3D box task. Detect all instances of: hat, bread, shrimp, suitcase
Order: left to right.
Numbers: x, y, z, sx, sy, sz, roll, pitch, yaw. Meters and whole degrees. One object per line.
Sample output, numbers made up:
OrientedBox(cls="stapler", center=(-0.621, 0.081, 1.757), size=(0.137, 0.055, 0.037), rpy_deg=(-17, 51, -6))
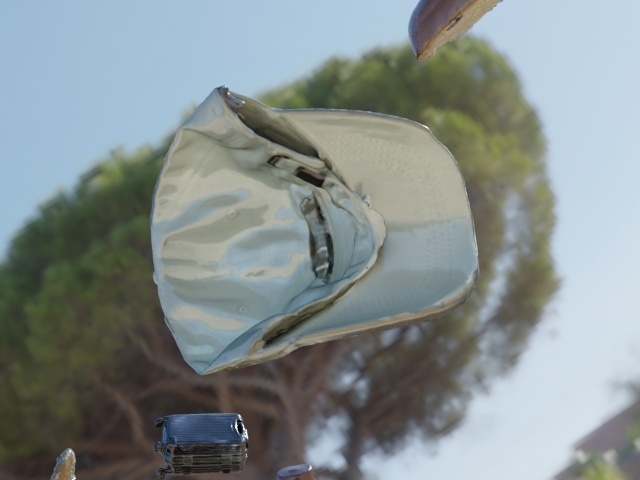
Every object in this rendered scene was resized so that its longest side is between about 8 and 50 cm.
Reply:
OrientedBox(cls="shrimp", center=(-0.373, 0.367, 2.586), size=(0.043, 0.091, 0.184), rpy_deg=(14, -35, 1))
OrientedBox(cls="suitcase", center=(-0.162, 0.278, 2.408), size=(0.126, 0.086, 0.059), rpy_deg=(-1, -61, -8))
OrientedBox(cls="hat", center=(-0.003, -0.002, 1.670), size=(0.301, 0.258, 0.168), rpy_deg=(-3, -16, -12))
OrientedBox(cls="bread", center=(0.125, -0.202, 1.427), size=(0.129, 0.044, 0.126), rpy_deg=(-44, -9, 34))

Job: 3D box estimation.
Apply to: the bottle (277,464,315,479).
OrientedBox(cls="bottle", center=(-0.001, 0.364, 1.950), size=(0.104, 0.245, 0.104), rpy_deg=(-14, 12, 3))
